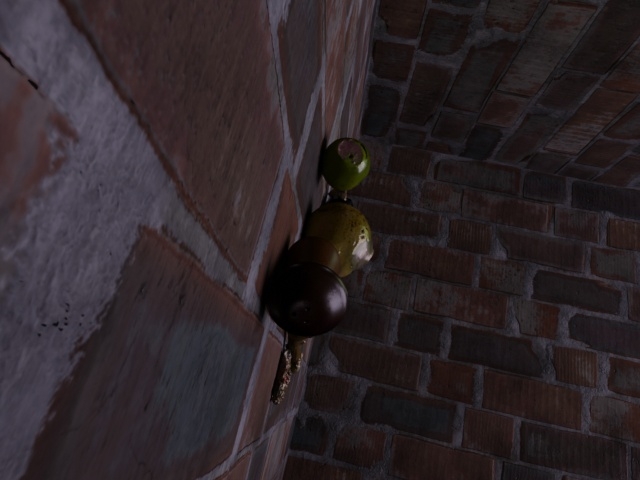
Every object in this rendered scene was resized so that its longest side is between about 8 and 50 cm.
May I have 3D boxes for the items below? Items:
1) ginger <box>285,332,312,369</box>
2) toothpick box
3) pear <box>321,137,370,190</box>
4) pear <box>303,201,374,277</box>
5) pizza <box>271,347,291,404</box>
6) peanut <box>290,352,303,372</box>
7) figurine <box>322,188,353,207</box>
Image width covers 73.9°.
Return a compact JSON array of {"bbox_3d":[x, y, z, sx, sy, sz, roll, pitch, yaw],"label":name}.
[{"bbox_3d":[-0.068,0.344,1.512,0.086,0.131,0.294,-42,151,-49],"label":"ginger"},{"bbox_3d":[-0.028,0.106,1.062,0.294,0.192,0.192,-84,-177,-68],"label":"toothpick box"},{"bbox_3d":[0.086,-0.269,1.545,0.220,0.187,0.187,126,-20,-64],"label":"pear"},{"bbox_3d":[0.048,0.005,1.491,0.271,0.271,0.271,12,90,-85],"label":"pear"},{"bbox_3d":[-0.131,0.482,1.545,0.185,0.052,0.195,-73,173,-76],"label":"pizza"},{"bbox_3d":[-0.113,0.572,2.002,0.054,0.054,0.113,-12,115,-85],"label":"peanut"},{"bbox_3d":[0.078,-0.144,1.947,0.308,0.143,0.308,-7,90,-89],"label":"figurine"}]
